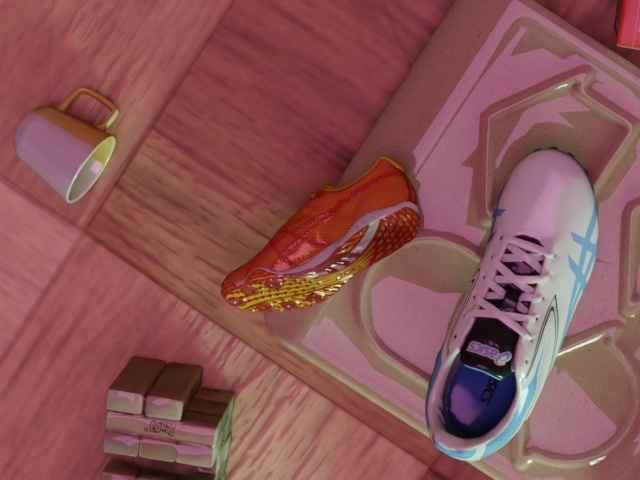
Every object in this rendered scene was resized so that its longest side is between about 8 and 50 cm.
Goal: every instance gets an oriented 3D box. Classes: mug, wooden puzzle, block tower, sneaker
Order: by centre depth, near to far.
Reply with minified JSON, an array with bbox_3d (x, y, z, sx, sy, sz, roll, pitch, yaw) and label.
[{"bbox_3d":[0.139,0.050,1.357,0.085,0.086,0.237,19,102,9],"label":"sneaker"},{"bbox_3d":[0.000,0.000,1.403,0.175,0.067,0.064,-29,142,22],"label":"sneaker"},{"bbox_3d":[0.178,0.020,1.429,0.348,0.080,0.322,34,105,4],"label":"wooden puzzle"},{"bbox_3d":[-0.198,-0.076,1.470,0.064,0.078,0.062,34,137,8],"label":"mug"},{"bbox_3d":[-0.133,0.271,1.513,0.091,0.097,0.335,8,105,6],"label":"block tower"}]

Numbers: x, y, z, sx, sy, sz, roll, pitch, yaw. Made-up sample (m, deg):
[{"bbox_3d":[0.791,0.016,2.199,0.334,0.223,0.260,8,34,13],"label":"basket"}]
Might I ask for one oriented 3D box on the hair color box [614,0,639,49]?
[{"bbox_3d":[0.298,-0.158,1.361,0.167,0.093,0.053,7,104,6],"label":"hair color box"}]
